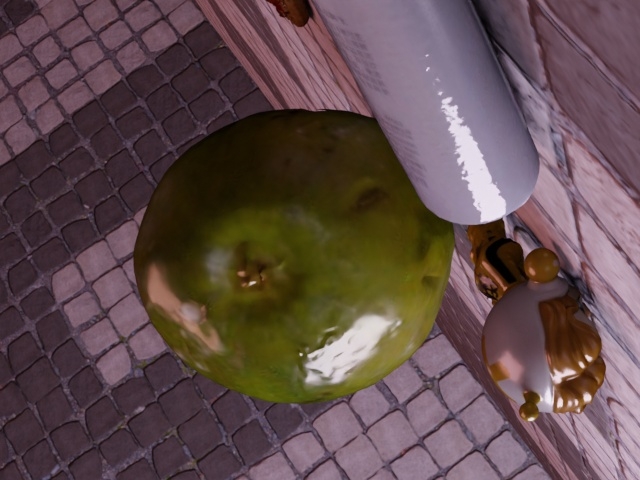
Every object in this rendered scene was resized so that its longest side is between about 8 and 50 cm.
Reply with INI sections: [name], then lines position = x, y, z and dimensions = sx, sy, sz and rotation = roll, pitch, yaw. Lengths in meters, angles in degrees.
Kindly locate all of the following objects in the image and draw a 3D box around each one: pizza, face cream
[pizza]
position = -0.037, -0.202, 1.012
dimensions = 0.100, 0.029, 0.099
rotation = 54, -179, 31
[face cream]
position = 0.031, -0.090, 0.489
dimensions = 0.084, 0.057, 0.198
rotation = 53, 177, 46

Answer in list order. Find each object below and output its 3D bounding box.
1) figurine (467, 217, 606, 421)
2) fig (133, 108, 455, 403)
[figurine]
position = 0.118, 0.036, 0.720
dimensions = 0.101, 0.068, 0.143
rotation = 75, 177, -69
[fig]
position = 0.001, -0.015, 0.967
dimensions = 0.233, 0.233, 0.314
rotation = 54, -143, -15
